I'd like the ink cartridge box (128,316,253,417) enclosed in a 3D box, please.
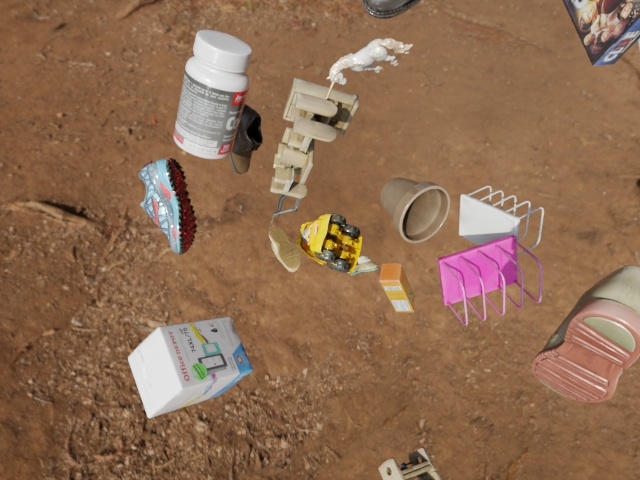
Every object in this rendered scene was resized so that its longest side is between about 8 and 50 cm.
[{"bbox_3d":[-0.392,0.374,1.416,0.270,0.197,0.198,1,54,-53],"label":"ink cartridge box"}]

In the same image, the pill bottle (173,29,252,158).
[{"bbox_3d":[-0.273,-0.368,1.196,0.161,0.283,0.161,16,36,-12],"label":"pill bottle"}]

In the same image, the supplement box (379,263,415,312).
[{"bbox_3d":[0.286,0.178,1.713,0.080,0.233,0.078,-3,54,23],"label":"supplement box"}]

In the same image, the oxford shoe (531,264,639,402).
[{"bbox_3d":[0.524,0.195,0.896,0.140,0.397,0.146,31,64,22],"label":"oxford shoe"}]

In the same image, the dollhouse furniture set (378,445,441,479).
[{"bbox_3d":[0.205,0.651,1.224,0.129,0.184,0.129,4,45,-39],"label":"dollhouse furniture set"}]

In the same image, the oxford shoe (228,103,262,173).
[{"bbox_3d":[-0.231,-0.301,1.464,0.096,0.227,0.083,33,41,26],"label":"oxford shoe"}]

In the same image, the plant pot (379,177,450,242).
[{"bbox_3d":[0.370,-0.155,1.961,0.263,0.263,0.229,-20,40,-23],"label":"plant pot"}]

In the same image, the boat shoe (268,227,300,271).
[{"bbox_3d":[-0.103,0.035,1.381,0.063,0.059,0.170,-19,50,-14],"label":"boat shoe"}]

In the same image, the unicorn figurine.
[{"bbox_3d":[0.086,-0.341,0.891,0.111,0.162,0.060,-14,76,-42],"label":"unicorn figurine"}]

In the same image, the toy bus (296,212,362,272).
[{"bbox_3d":[0.000,0.000,1.507,0.211,0.220,0.149,10,75,34],"label":"toy bus"}]

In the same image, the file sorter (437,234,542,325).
[{"bbox_3d":[0.589,0.146,1.621,0.290,0.202,0.182,-17,29,-4],"label":"file sorter"}]

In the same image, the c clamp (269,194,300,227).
[{"bbox_3d":[-0.125,-0.125,1.740,0.022,0.160,0.137,26,61,-36],"label":"c clamp"}]

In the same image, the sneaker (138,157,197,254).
[{"bbox_3d":[-0.418,-0.088,1.266,0.125,0.262,0.104,-4,14,15],"label":"sneaker"}]

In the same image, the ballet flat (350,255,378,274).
[{"bbox_3d":[0.165,0.098,1.896,0.073,0.206,0.067,-12,85,-28],"label":"ballet flat"}]

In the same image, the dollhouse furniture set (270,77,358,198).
[{"bbox_3d":[-0.005,-0.241,1.087,0.161,0.212,0.242,12,56,-14],"label":"dollhouse furniture set"}]

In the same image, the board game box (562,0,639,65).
[{"bbox_3d":[0.437,-0.419,0.709,0.042,0.165,0.243,-9,71,-9],"label":"board game box"}]

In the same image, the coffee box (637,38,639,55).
[{"bbox_3d":[0.601,-0.348,0.606,0.168,0.119,0.297,-24,13,-15],"label":"coffee box"}]

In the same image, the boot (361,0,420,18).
[{"bbox_3d":[0.142,-0.418,0.605,0.091,0.263,0.229,53,21,0],"label":"boot"}]

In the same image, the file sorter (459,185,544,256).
[{"bbox_3d":[0.719,-0.079,1.866,0.173,0.193,0.277,-23,35,-22],"label":"file sorter"}]
